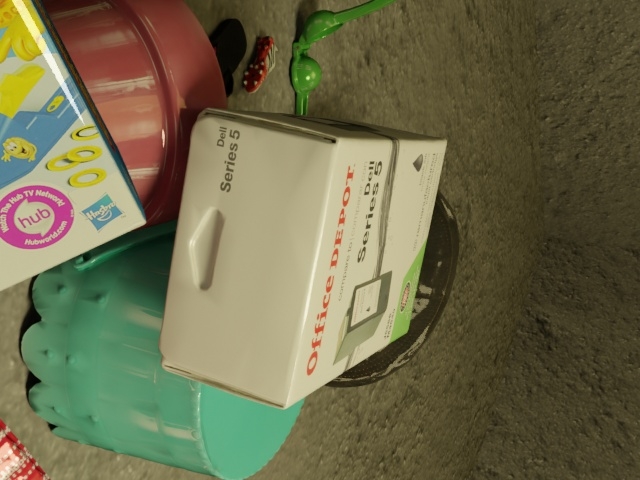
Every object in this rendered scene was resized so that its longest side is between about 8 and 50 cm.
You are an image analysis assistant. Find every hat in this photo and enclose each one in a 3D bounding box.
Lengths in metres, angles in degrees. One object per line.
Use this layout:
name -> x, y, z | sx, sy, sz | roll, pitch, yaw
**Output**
hat -> 0.032, 0.030, 1.127 | 0.134, 0.331, 0.331 | -125, -145, -70

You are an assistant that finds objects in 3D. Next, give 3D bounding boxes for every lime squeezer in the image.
lime squeezer -> 0.010, -0.240, 1.101 | 0.310, 0.110, 0.059 | -58, -176, 26

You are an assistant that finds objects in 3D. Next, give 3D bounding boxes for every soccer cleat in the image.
soccer cleat -> -0.072, -0.217, 1.006 | 0.035, 0.029, 0.083 | 45, 54, -56

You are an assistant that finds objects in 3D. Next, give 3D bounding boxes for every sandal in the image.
sandal -> -0.118, -0.187, 0.901 | 0.179, 0.040, 0.067 | -63, 150, -34

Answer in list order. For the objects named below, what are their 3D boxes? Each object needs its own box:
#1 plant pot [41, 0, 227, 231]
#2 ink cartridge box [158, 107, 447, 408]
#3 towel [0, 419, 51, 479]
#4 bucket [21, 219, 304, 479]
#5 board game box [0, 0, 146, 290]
plant pot -> -0.200, -0.094, 0.602 | 0.180, 0.201, 0.201 | -20, 117, -45
ink cartridge box -> 0.000, 0.000, 0.673 | 0.273, 0.115, 0.198 | -15, 118, -65
towel -> -0.300, 0.197, 0.581 | 0.199, 0.031, 0.274 | -56, 131, -42
bucket -> -0.130, 0.096, 0.804 | 0.281, 0.183, 0.281 | 10, 90, -67
board game box -> -0.275, -0.071, 0.336 | 0.308, 0.086, 0.302 | -26, 135, -8
